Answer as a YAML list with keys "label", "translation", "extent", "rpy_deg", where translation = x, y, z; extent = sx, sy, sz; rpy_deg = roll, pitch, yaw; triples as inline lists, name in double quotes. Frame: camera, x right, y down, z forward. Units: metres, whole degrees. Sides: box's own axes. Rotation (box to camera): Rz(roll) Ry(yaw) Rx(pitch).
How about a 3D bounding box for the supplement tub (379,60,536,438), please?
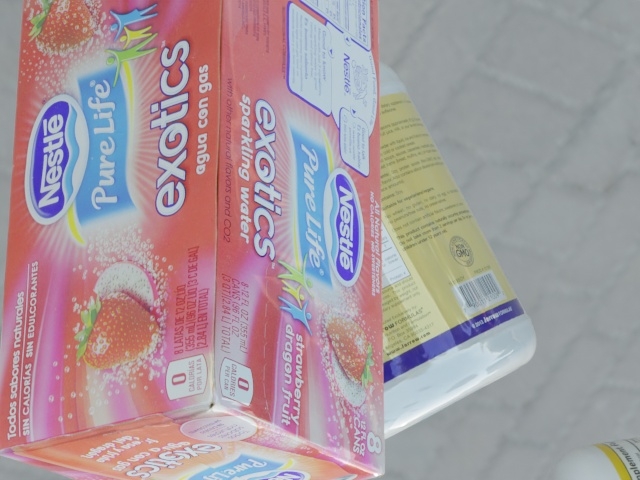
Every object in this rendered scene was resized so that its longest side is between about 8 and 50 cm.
- label: "supplement tub"
  translation: [0.000, 0.000, 1.589]
  extent: [0.241, 0.331, 0.241]
  rpy_deg: [-28, 173, -4]

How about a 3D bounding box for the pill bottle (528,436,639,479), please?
- label: "pill bottle"
  translation: [0.327, 0.274, 1.841]
  extent: [0.334, 0.188, 0.188]
  rpy_deg: [-8, 131, -12]

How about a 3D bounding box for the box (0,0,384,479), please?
- label: "box"
  translation: [-0.063, -0.023, 1.040]
  extent: [0.142, 0.300, 0.154]
  rpy_deg: [-15, 153, 32]
